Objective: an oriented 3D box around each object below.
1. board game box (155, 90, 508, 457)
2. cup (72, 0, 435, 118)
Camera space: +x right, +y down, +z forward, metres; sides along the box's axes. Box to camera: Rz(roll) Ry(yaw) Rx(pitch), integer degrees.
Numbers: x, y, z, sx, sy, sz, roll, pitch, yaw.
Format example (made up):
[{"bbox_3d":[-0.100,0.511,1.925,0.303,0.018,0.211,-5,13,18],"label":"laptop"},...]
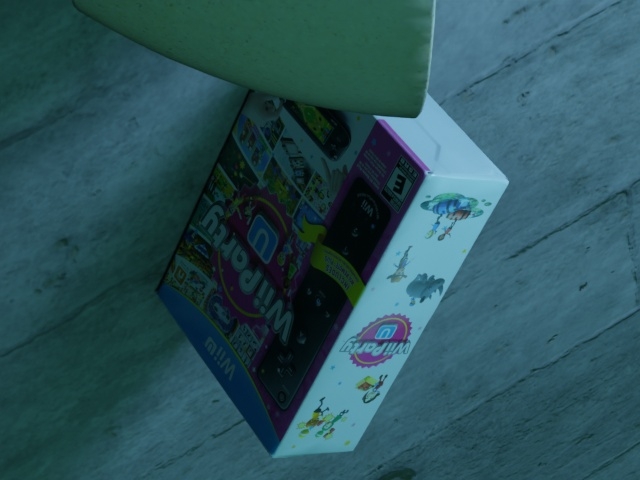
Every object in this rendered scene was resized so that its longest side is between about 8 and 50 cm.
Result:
[{"bbox_3d":[0.000,0.000,1.659,0.097,0.224,0.303,-1,129,-40],"label":"board game box"},{"bbox_3d":[-0.055,-0.243,1.328,0.237,0.331,0.331,-3,136,-3],"label":"cup"}]
